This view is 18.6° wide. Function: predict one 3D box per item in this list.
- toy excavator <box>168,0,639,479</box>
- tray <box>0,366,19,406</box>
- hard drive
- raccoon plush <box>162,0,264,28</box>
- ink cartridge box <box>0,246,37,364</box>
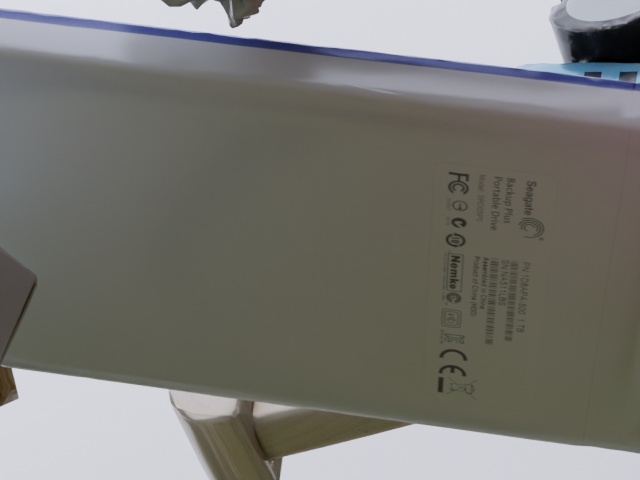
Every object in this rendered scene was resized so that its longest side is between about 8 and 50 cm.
[{"bbox_3d":[0.162,0.011,1.348,0.445,0.433,0.222,-51,-50,-39],"label":"toy excavator"},{"bbox_3d":[-0.431,0.122,1.406,0.410,0.076,0.203,-23,-29,-15],"label":"tray"},{"bbox_3d":[0.000,0.000,0.885,0.318,0.040,0.210,7,-43,7],"label":"hard drive"},{"bbox_3d":[0.077,-0.309,0.873,0.216,0.446,0.299,26,-44,-34],"label":"raccoon plush"},{"bbox_3d":[-0.237,0.017,0.773,0.153,0.208,0.087,43,-123,-35],"label":"ink cartridge box"}]
